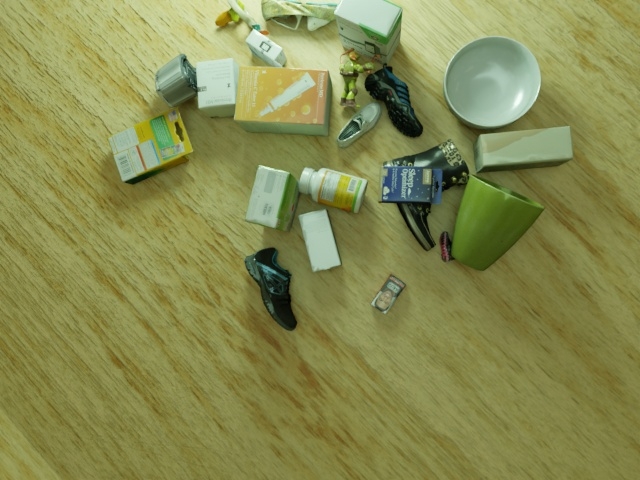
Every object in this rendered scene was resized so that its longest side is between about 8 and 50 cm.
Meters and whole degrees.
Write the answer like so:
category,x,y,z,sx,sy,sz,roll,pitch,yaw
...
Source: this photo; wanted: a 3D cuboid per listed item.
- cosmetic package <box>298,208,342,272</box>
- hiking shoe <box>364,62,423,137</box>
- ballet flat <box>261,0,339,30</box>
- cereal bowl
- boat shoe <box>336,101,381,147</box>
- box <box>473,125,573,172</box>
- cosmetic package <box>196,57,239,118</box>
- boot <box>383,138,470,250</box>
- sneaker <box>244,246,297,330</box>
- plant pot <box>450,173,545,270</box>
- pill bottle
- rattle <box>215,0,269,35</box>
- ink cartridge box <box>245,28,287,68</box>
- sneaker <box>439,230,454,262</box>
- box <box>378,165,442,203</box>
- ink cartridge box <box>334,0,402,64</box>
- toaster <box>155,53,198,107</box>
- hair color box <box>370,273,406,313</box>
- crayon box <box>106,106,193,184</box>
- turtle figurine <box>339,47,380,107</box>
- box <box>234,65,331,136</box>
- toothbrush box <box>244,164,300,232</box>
category,x,y,z,sx,sy,sz,roll,pitch,yaw
cosmetic package,0.000,0.000,1.867,0.118,0.085,0.230,-14,88,7
hiking shoe,0.309,-0.539,1.833,0.132,0.113,0.304,-41,95,-18
ballet flat,-0.068,-0.895,1.899,0.349,0.123,0.123,10,89,7
cereal bowl,0.624,-0.569,1.779,0.339,0.141,0.338,0,88,8
boat shoe,0.154,-0.452,1.865,0.083,0.076,0.226,41,93,6
box,0.736,-0.329,1.756,0.311,0.148,0.121,-4,87,5
cosmetic package,-0.392,-0.599,1.899,0.151,0.151,0.183,-5,88,8
boot,0.428,-0.177,1.798,0.284,0.138,0.377,-24,80,6
sneaker,-0.165,0.188,1.860,0.140,0.125,0.340,-28,87,1
plant pot,0.602,-0.047,1.725,0.275,0.275,0.293,25,108,7
pill bottle,0.047,-0.200,1.839,0.246,0.136,0.136,17,90,8
rattle,-0.320,-0.859,1.919,0.143,0.130,0.199,-39,90,2
ink cartridge box,-0.200,-0.748,1.905,0.180,0.104,0.060,36,91,6
sneaker,0.491,0.023,1.830,0.057,0.047,0.119,-5,89,-12
box,0.325,-0.202,1.734,0.226,0.036,0.136,2,81,11
ink cartridge box,0.182,-0.785,1.768,0.211,0.289,0.121,27,94,7
toaster,-0.567,-0.629,1.906,0.147,0.129,0.226,-27,50,11
hair color box,0.262,0.207,1.846,0.072,0.043,0.141,34,93,6
crayon box,-0.684,-0.385,1.963,0.323,0.083,0.203,-21,86,7
turtle figurine,0.124,-0.619,1.813,0.087,0.269,0.217,-6,111,-31
box,-0.138,-0.537,1.858,0.346,0.168,0.214,4,88,7
toothbrush box,-0.168,-0.147,1.790,0.122,0.283,0.206,15,90,6
